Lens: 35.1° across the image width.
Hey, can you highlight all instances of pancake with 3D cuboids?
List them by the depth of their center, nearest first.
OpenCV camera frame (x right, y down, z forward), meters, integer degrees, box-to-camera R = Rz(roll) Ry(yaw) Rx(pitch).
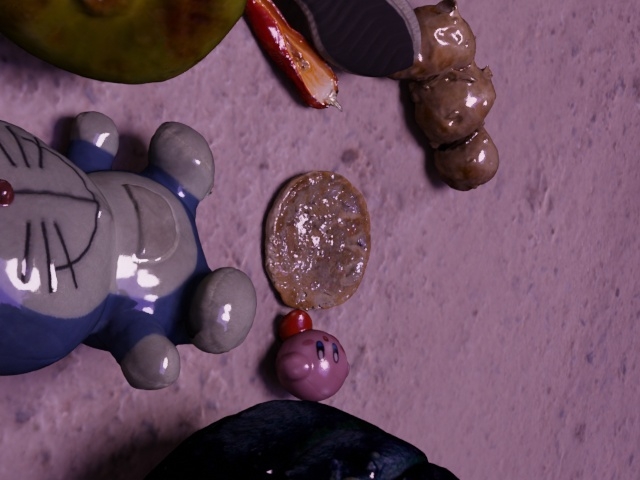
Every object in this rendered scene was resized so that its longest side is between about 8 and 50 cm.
[{"bbox_3d":[0.000,0.000,0.968,0.139,0.022,0.140,-4,97,-43],"label":"pancake"}]

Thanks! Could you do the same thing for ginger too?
[{"bbox_3d":[0.131,-0.145,1.043,0.104,0.080,0.204,-29,118,-2],"label":"ginger"}]

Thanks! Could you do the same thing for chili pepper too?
[{"bbox_3d":[-0.034,-0.178,0.915,0.178,0.027,0.045,49,57,-36],"label":"chili pepper"}]

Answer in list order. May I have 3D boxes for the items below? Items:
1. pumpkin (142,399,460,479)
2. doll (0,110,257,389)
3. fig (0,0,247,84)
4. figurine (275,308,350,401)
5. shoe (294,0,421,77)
[{"bbox_3d":[-0.007,0.299,0.763,0.266,0.363,0.363,-31,115,-40],"label":"pumpkin"},{"bbox_3d":[-0.183,0.002,0.708,0.258,0.154,0.228,15,51,-51],"label":"doll"},{"bbox_3d":[-0.144,-0.228,0.715,0.203,0.203,0.225,41,27,-38],"label":"fig"},{"bbox_3d":[-0.007,0.116,0.943,0.083,0.071,0.067,24,119,-35],"label":"figurine"},{"bbox_3d":[0.013,-0.247,0.905,0.227,0.099,0.112,41,37,-37],"label":"shoe"}]
